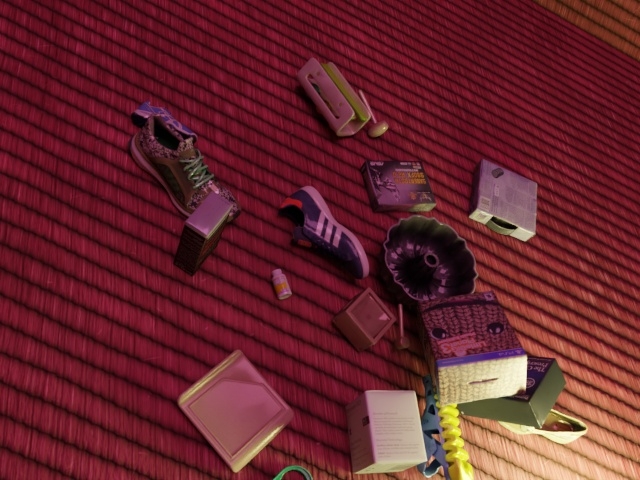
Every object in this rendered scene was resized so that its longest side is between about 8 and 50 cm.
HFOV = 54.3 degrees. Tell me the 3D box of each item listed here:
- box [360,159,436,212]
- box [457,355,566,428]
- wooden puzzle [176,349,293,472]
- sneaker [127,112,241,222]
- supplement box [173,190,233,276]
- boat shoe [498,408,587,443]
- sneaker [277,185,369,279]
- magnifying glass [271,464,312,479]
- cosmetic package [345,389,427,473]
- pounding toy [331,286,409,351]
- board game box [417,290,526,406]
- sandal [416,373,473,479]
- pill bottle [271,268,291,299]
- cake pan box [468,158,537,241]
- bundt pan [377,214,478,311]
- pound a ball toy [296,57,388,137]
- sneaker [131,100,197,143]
[{"bbox_3d":[0.269,-0.189,2.164,0.231,0.056,0.183,-2,62,-23],"label":"box"},{"bbox_3d":[0.532,0.419,1.781,0.184,0.261,0.103,-45,114,-35],"label":"box"},{"bbox_3d":[-0.217,0.434,1.606,0.221,0.044,0.238,-37,84,-35],"label":"wooden puzzle"},{"bbox_3d":[-0.393,-0.213,1.825,0.410,0.182,0.158,40,54,3],"label":"sneaker"},{"bbox_3d":[-0.323,-0.015,1.701,0.073,0.239,0.130,33,54,0],"label":"supplement box"},{"bbox_3d":[0.660,0.534,1.878,0.285,0.089,0.104,16,57,-13],"label":"boat shoe"},{"bbox_3d":[0.000,0.000,1.908,0.148,0.131,0.350,-31,70,-26],"label":"sneaker"},{"bbox_3d":[-0.126,0.624,1.541,0.231,0.026,0.092,-7,65,-28],"label":"magnifying glass"},{"bbox_3d":[0.169,0.507,1.652,0.152,0.151,0.183,5,59,-20],"label":"cosmetic package"},{"bbox_3d":[0.167,0.250,1.846,0.206,0.094,0.181,50,50,-1],"label":"pounding toy"},{"bbox_3d":[0.411,0.293,1.738,0.232,0.141,0.291,-9,31,1],"label":"board game box"},{"bbox_3d":[0.315,0.521,1.724,0.126,0.138,0.317,41,34,-41],"label":"sandal"},{"bbox_3d":[-0.117,0.127,1.824,0.043,0.043,0.083,-9,65,-27],"label":"pill bottle"},{"bbox_3d":[0.678,-0.148,2.305,0.246,0.070,0.266,20,55,-8],"label":"cake pan box"},{"bbox_3d":[0.325,0.088,1.982,0.331,0.124,0.330,10,57,-16],"label":"bundt pan"},{"bbox_3d":[0.072,-0.485,2.233,0.208,0.136,0.319,-11,63,-55],"label":"pound a ball toy"},{"bbox_3d":[-0.477,-0.368,1.944,0.211,0.080,0.081,27,58,-8],"label":"sneaker"}]
